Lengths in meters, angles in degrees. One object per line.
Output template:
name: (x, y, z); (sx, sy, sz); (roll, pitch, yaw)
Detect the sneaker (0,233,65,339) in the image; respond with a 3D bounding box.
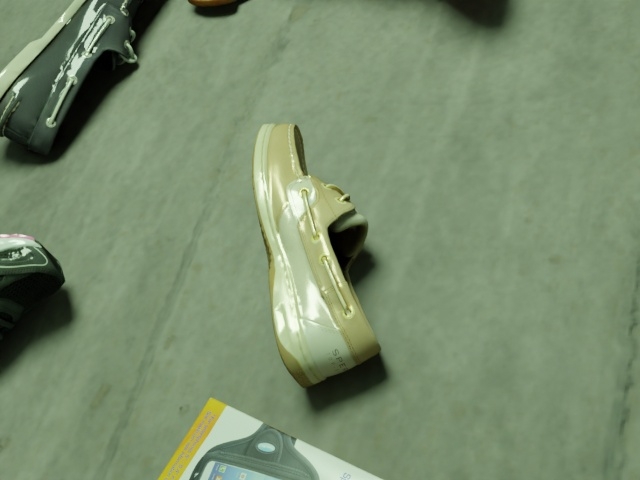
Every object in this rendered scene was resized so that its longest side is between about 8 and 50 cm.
sneaker: (-0.235, 0.068, 0.592); (0.178, 0.072, 0.077); (-32, 60, 10)

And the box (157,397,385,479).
box: (-0.022, 0.139, 0.459); (0.136, 0.028, 0.081); (16, 63, 35)

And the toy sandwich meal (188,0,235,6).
toy sandwich meal: (-0.079, -0.222, 0.751); (0.085, 0.029, 0.085); (-12, 52, 16)

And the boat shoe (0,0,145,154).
boat shoe: (-0.180, -0.151, 0.738); (0.065, 0.075, 0.206); (39, 65, -5)

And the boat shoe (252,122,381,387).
boat shoe: (0.000, 0.000, 0.534); (0.059, 0.063, 0.170); (-16, 60, 9)
